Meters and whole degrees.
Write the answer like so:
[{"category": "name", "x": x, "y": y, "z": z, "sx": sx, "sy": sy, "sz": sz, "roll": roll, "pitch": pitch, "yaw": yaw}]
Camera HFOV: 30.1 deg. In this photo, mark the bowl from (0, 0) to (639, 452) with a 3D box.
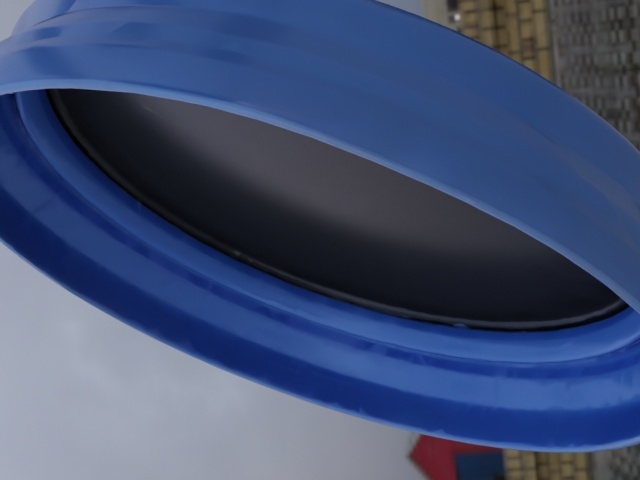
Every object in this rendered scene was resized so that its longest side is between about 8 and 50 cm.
[{"category": "bowl", "x": 0.000, "y": 0.000, "z": 0.614, "sx": 0.391, "sy": 0.391, "sz": 0.077, "roll": 66, "pitch": -139, "yaw": -62}]
